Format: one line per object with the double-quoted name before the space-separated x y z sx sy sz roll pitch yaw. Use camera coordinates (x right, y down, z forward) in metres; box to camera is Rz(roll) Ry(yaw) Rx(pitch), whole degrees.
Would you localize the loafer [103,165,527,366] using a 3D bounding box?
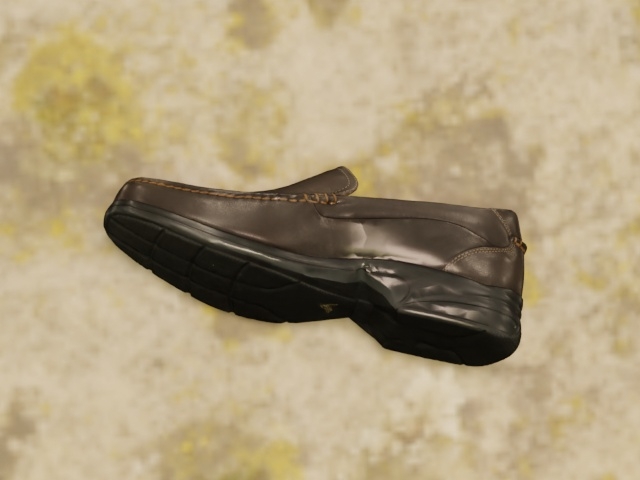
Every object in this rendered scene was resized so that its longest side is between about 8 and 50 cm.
"loafer" 0.000 0.000 0.697 0.170 0.062 0.061 16 66 -9
